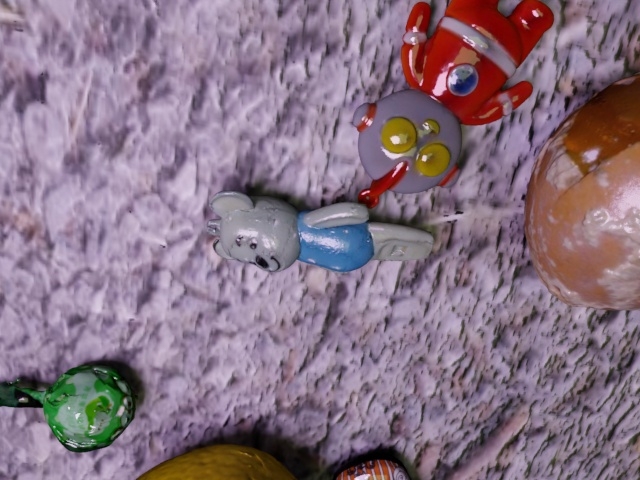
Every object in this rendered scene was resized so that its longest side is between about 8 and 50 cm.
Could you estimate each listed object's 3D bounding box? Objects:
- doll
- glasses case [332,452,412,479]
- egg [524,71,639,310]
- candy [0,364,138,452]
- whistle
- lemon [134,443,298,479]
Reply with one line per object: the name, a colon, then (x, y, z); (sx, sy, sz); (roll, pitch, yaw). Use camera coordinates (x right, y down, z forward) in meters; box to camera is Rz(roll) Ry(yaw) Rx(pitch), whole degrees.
doll: (0.111, -0.131, 0.483); (0.142, 0.076, 0.245); (33, 101, -11)
glasses case: (0.100, 0.395, 0.671); (0.103, 0.067, 0.266); (-23, 109, 5)
egg: (0.289, -0.039, 0.458); (0.195, 0.195, 0.233); (29, 120, -11)
candy: (-0.376, 0.180, 0.590); (0.324, 0.097, 0.097); (5, 110, 5)
whistle: (0.000, 0.000, 0.524); (0.236, 0.077, 0.114); (6, 141, -5)
lemon: (-0.124, 0.359, 0.562); (0.267, 0.267, 0.267); (0, 110, -1)
